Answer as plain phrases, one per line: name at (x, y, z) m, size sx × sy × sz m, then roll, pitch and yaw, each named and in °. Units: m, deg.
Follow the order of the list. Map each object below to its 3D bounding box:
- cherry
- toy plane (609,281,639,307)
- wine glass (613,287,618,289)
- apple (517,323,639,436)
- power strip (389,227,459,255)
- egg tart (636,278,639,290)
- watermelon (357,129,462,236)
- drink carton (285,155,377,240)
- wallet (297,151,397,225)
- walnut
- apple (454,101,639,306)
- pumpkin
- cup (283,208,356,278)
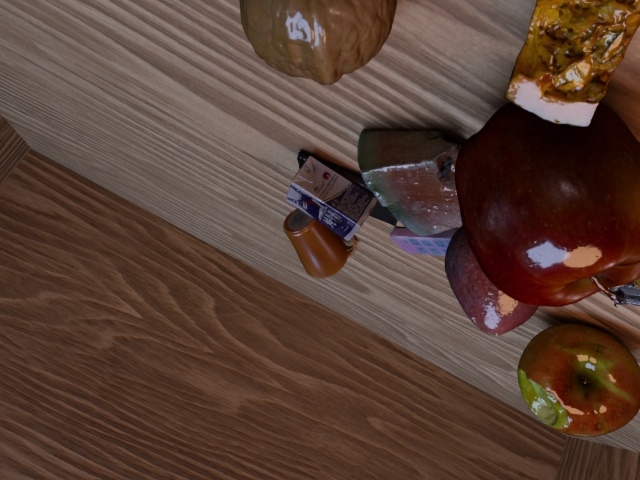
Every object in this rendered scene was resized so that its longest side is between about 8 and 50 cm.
cherry at (0.413, 0.075, 1.074) m, size 0.221 × 0.307 × 0.261 m, roll -5°, pitch 150°, yaw 10°
toy plane at (0.717, 0.123, 1.005) m, size 0.262 × 0.088 × 0.192 m, roll 28°, pitch 167°, yaw -37°
wine glass at (0.684, 0.033, 0.783) m, size 0.321 × 0.143 × 0.143 m, roll 1°, pitch 148°, yaw 49°
apple at (0.786, 0.425, 1.394) m, size 0.339 × 0.339 × 0.339 m, roll 24°, pitch 161°, yaw 9°
power strip at (0.333, 0.005, 1.344) m, size 0.109 × 0.037 × 0.279 m, roll 39°, pitch 158°, yaw -34°
egg tart at (0.627, 0.026, 0.657) m, size 0.115 × 0.290 × 0.290 m, roll 10°, pitch 178°, yaw -43°
watermelon at (0.213, -0.124, 0.981) m, size 0.302 × 0.151 × 0.264 m, roll 5°, pitch 151°, yaw 49°
drink carton at (0.025, -0.113, 1.237) m, size 0.222 × 0.102 × 0.134 m, roll 33°, pitch 162°, yaw 0°
wallet at (0.081, -0.147, 1.281) m, size 0.321 × 0.044 × 0.170 m, roll 26°, pitch 161°, yaw 14°
walnut at (-0.002, -0.330, 0.644) m, size 0.228 × 0.228 × 0.228 m, roll 24°, pitch 161°, yaw 9°
apple at (0.359, -0.054, 0.699) m, size 0.288 × 0.317 × 0.288 m, roll -12°, pitch 159°, yaw -5°
pumpkin at (0.311, -0.272, 0.526) m, size 0.131 × 0.126 × 0.248 m, roll 29°, pitch 144°, yaw 20°
cup at (0.000, 0.000, 1.636) m, size 0.226 × 0.182 × 0.264 m, roll -17°, pitch 136°, yaw 17°
